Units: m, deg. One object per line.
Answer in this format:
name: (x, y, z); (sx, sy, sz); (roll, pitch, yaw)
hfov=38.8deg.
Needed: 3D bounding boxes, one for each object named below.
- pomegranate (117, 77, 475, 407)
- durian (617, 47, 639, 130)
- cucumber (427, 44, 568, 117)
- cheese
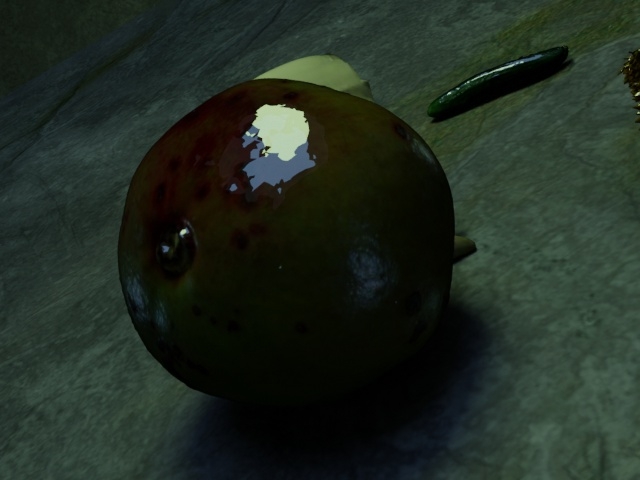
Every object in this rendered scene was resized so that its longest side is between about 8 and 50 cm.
pomegranate: (-0.014, 0.020, 0.776); (0.291, 0.323, 0.290); (-11, 66, 24)
durian: (0.364, -0.129, 0.750); (0.250, 0.138, 0.183); (-26, -4, -14)
cucumber: (0.213, -0.194, 1.103); (0.184, 0.036, 0.033); (-22, 38, 16)
cheese: (-0.051, -0.094, 0.996); (0.233, 0.127, 0.266); (-28, -6, -11)
